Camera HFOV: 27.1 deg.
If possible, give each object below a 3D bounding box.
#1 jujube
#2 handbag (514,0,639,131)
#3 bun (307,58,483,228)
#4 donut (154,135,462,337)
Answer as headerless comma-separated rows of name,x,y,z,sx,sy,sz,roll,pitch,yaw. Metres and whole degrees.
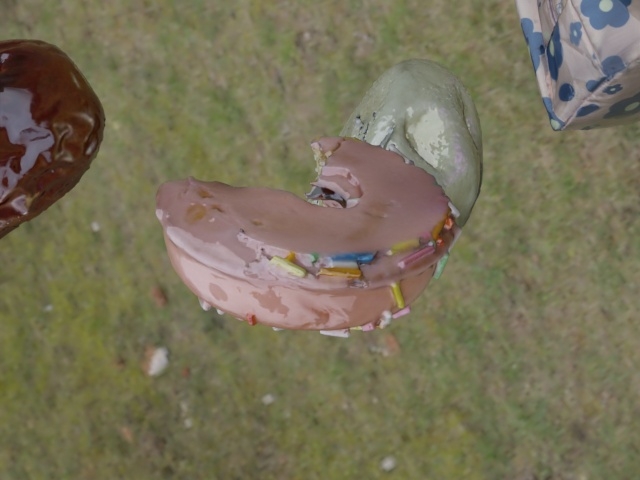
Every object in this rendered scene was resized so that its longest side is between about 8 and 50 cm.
jujube,-0.343,-0.096,1.333,0.183,0.243,0.183,48,163,19
handbag,0.334,-0.235,1.373,0.190,0.251,0.193,-46,60,61
bun,0.085,-0.069,1.506,0.168,0.273,0.273,30,148,-13
donut,0.000,0.000,1.017,0.199,0.233,0.085,35,131,42
